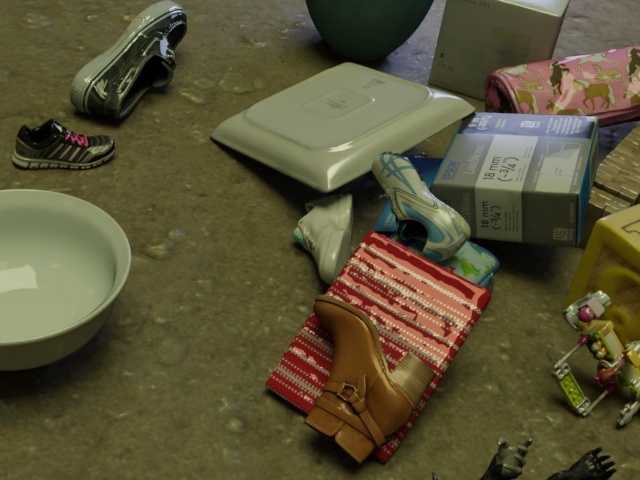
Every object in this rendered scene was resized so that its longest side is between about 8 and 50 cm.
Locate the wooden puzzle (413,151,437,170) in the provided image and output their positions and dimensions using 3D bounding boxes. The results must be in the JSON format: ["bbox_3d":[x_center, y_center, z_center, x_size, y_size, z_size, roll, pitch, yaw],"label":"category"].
[{"bbox_3d":[0.194,-0.135,1.717,0.049,0.006,0.083,6,39,-4],"label":"wooden puzzle"}]

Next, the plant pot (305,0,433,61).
[{"bbox_3d":[0.093,-0.492,1.982,0.290,0.195,0.290,6,39,-5],"label":"plant pot"}]

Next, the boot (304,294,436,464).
[{"bbox_3d":[0.028,0.171,1.196,0.197,0.073,0.152,36,78,25],"label":"boot"}]

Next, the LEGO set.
[{"bbox_3d":[0.413,0.210,1.268,0.107,0.132,0.287,-37,79,-22],"label":"LEGO set"}]

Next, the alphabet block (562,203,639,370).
[{"bbox_3d":[0.511,0.066,1.393,0.197,0.192,0.193,-17,44,-31],"label":"alphabet block"}]

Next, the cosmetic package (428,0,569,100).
[{"bbox_3d":[0.359,-0.408,1.911,0.224,0.225,0.138,19,40,13],"label":"cosmetic package"}]

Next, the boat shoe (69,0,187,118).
[{"bbox_3d":[-0.329,-0.328,1.781,0.119,0.121,0.335,27,52,9],"label":"boat shoe"}]

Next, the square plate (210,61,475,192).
[{"bbox_3d":[0.031,-0.220,1.655,0.344,0.049,0.347,-31,38,-27],"label":"square plate"}]

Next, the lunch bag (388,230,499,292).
[{"bbox_3d":[0.147,0.066,1.401,0.176,0.090,0.219,28,41,25],"label":"lunch bag"}]

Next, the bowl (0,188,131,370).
[{"bbox_3d":[-0.399,0.071,1.246,0.297,0.134,0.298,6,39,-5],"label":"bowl"}]

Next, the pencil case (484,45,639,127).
[{"bbox_3d":[0.505,-0.274,1.797,0.386,0.160,0.167,-13,88,-14],"label":"pencil case"}]

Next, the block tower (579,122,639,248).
[{"bbox_3d":[0.539,-0.101,1.677,0.091,0.097,0.335,29,42,23],"label":"block tower"}]

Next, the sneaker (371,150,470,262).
[{"bbox_3d":[0.132,-0.055,1.417,0.086,0.085,0.237,-34,44,-3],"label":"sneaker"}]

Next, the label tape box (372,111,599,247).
[{"bbox_3d":[0.270,-0.109,1.550,0.333,0.106,0.241,5,37,21],"label":"label tape box"}]

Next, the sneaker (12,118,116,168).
[{"bbox_3d":[-0.426,-0.164,1.574,0.170,0.075,0.063,-5,41,-17],"label":"sneaker"}]

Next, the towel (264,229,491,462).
[{"bbox_3d":[0.079,0.132,1.264,0.198,0.031,0.275,29,71,21],"label":"towel"}]

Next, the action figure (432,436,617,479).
[{"bbox_3d":[0.233,0.308,1.082,0.275,0.141,0.164,-9,54,-24],"label":"action figure"}]

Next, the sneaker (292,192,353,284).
[{"bbox_3d":[0.000,0.000,1.473,0.094,0.080,0.212,0,32,7],"label":"sneaker"}]
